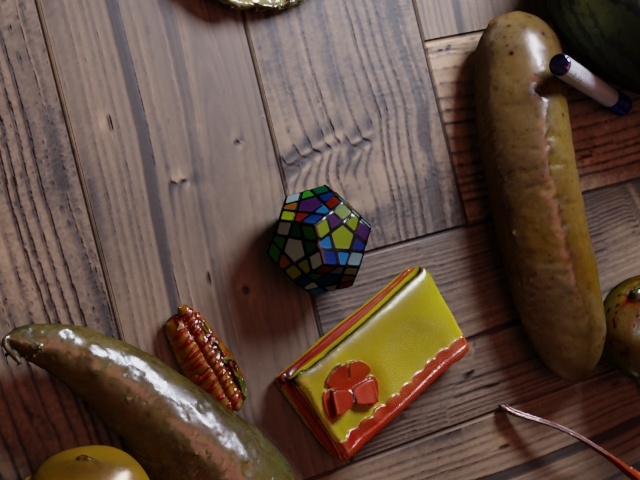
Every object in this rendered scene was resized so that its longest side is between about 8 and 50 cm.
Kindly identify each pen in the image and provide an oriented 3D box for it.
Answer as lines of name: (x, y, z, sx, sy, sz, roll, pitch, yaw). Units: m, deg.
pen: (0.365, -0.206, 1.644, 0.269, 0.033, 0.033, 10, 79, -59)

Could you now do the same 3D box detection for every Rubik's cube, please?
Rubik's cube: (0.000, 0.000, 1.474, 0.133, 0.133, 0.112, 4, 56, -27)

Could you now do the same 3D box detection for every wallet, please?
wallet: (0.075, 0.153, 1.526, 0.241, 0.067, 0.141, -39, 105, -25)

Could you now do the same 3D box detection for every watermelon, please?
watermelon: (0.476, -0.329, 1.654, 0.359, 0.279, 0.279, 18, 78, -27)

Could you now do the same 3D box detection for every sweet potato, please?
sweet potato: (-0.168, 0.211, 1.365, 0.422, 0.130, 0.130, 43, 69, -15)

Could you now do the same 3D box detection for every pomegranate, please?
pomegranate: (0.461, 0.137, 1.681, 0.159, 0.159, 0.205, -40, 132, -24)

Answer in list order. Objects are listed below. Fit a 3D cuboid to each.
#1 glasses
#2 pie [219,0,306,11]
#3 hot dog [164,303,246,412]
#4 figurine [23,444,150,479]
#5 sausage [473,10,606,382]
glasses: (0.316, 0.364, 1.602, 0.268, 0.118, 0.234, 37, 72, -20)
pie: (-0.079, -0.411, 1.501, 0.274, 0.055, 0.274, 3, 84, -26)
hot dog: (-0.134, 0.140, 1.435, 0.062, 0.038, 0.144, -32, 100, -25)
figurine: (-0.235, 0.325, 1.276, 0.215, 0.215, 0.228, -7, 87, -27)
sausage: (0.287, -0.054, 1.621, 0.136, 0.123, 0.501, -11, 90, -54)
